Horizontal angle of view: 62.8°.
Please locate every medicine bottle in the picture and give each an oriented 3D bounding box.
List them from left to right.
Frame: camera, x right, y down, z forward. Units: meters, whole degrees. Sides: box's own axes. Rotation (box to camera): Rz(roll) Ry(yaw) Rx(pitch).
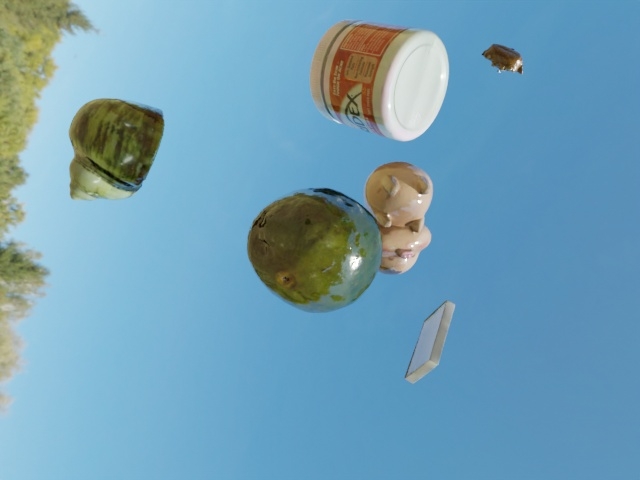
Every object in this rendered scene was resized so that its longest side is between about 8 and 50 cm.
[{"bbox_3d":[0.142,-0.384,1.251,0.241,0.252,0.252,27,-83,38],"label":"medicine bottle"}]

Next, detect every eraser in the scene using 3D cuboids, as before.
[{"bbox_3d":[0.217,0.199,1.034,0.150,0.023,0.104,-60,180,-40],"label":"eraser"}]

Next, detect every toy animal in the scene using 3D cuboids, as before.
[{"bbox_3d":[0.147,-0.041,1.074,0.154,0.166,0.250,-91,-173,-59],"label":"toy animal"}]

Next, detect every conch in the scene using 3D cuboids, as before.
[{"bbox_3d":[-0.333,-0.138,0.835,0.187,0.124,0.181,45,-55,48],"label":"conch"}]

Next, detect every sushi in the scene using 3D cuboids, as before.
[{"bbox_3d":[0.488,-0.479,1.394,0.118,0.061,0.060,44,-37,24],"label":"sushi"}]

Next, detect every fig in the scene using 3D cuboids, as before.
[{"bbox_3d":[0.000,0.000,0.793,0.195,0.195,0.245,-46,-176,26],"label":"fig"}]
